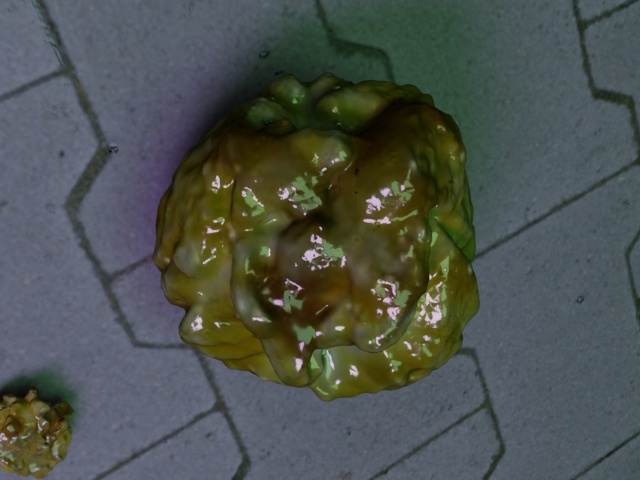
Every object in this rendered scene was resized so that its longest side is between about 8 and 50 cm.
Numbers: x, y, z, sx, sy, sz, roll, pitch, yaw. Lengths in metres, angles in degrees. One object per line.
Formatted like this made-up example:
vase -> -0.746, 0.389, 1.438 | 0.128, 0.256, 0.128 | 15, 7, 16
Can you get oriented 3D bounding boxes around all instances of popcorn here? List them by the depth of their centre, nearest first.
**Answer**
popcorn -> -0.006, 0.002, 0.817 | 0.282, 0.282, 0.247 | -52, 166, -4
popcorn -> -0.255, 0.168, 0.851 | 0.083, 0.057, 0.082 | -27, 118, -22
